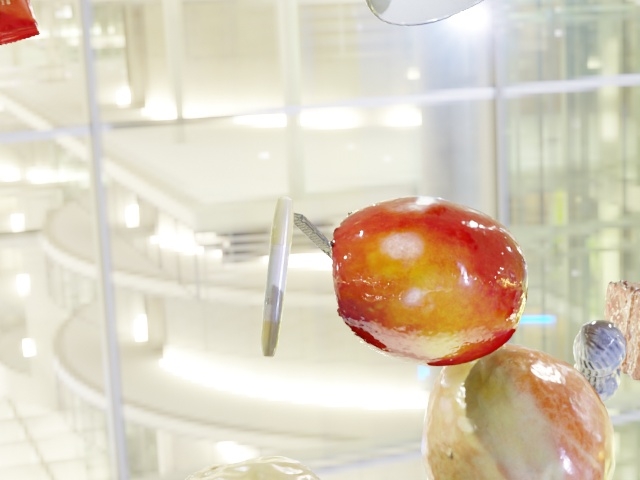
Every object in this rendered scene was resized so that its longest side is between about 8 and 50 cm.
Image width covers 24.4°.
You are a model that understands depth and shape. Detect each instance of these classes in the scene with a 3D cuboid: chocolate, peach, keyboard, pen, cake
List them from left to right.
[{"bbox_3d":[-0.065,0.052,2.126,0.032,0.233,0.040,7,180,-24],"label":"pen"},{"bbox_3d":[0.000,0.000,2.462,0.053,0.010,0.155,11,154,51],"label":"keyboard"},{"bbox_3d":[0.108,0.043,1.619,0.226,0.190,0.196,8,-161,-14],"label":"peach"},{"bbox_3d":[0.223,0.227,1.762,0.232,0.232,0.257,-9,-126,-28],"label":"peach"},{"bbox_3d":[0.383,0.167,2.041,0.072,0.167,0.072,-3,-127,3],"label":"chocolate"},{"bbox_3d":[0.543,0.140,2.260,0.177,0.151,0.283,6,-179,-8],"label":"cake"}]

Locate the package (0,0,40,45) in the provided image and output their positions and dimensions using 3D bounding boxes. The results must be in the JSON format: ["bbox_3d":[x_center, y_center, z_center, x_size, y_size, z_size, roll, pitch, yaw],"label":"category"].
[{"bbox_3d":[-0.399,-0.320,1.798,0.083,0.200,0.022,-12,153,-11],"label":"package"}]

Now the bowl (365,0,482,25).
[{"bbox_3d":[0.140,-0.382,1.808,0.237,0.126,0.238,-20,154,-10],"label":"bowl"}]

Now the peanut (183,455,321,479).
[{"bbox_3d":[-0.103,0.376,1.876,0.169,0.192,0.387,-42,-169,-33],"label":"peanut"}]
